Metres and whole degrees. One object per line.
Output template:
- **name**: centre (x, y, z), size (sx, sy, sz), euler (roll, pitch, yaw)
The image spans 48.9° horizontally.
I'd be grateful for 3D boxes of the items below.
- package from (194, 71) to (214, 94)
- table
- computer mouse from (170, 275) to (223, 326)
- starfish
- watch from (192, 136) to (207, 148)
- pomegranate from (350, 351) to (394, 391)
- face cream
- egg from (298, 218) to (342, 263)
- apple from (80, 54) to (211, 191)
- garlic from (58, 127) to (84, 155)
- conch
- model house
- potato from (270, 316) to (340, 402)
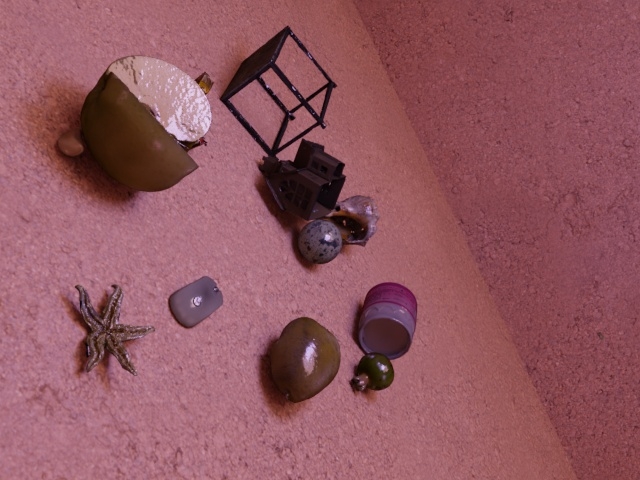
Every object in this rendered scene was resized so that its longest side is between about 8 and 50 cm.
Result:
- **package**: centre (-0.352, -0.423, 1.996), size (0.047, 0.071, 0.131), euler (52, 25, -24)
- **table**: centre (-0.125, -0.482, 2.298), size (0.272, 0.222, 0.335), euler (47, 29, -22)
- **computer mouse**: centre (-0.267, 0.131, 1.594), size (0.089, 0.056, 0.181), euler (63, 25, -4)
- **starfish**: centre (-0.384, 0.168, 1.334), size (0.175, 0.053, 0.208), euler (13, 50, -44)
- **watch**: centre (-0.365, -0.315, 1.857), size (0.268, 0.102, 0.165), euler (14, 57, -68)
- **pomegranate**: centre (0.146, 0.387, 2.028), size (0.142, 0.114, 0.115), euler (-24, 84, -35)
- **face cream**: centre (0.210, 0.250, 2.190), size (0.175, 0.175, 0.195), euler (52, 25, -16)
- **egg**: centre (0.000, 0.000, 2.122), size (0.132, 0.132, 0.172), euler (54, 17, -13)
- **apple**: centre (-0.395, -0.246, 1.549), size (0.257, 0.233, 0.295), euler (36, 32, -29)
- **garlic**: centre (-0.523, -0.206, 1.478), size (0.041, 0.053, 0.083), euler (58, 8, -41)
- **conch**: centre (0.092, -0.064, 2.341), size (0.245, 0.163, 0.178), euler (4, 37, -26)
- **model house**: centre (-0.068, -0.206, 2.124), size (0.243, 0.205, 0.211), euler (30, 23, 17)
- **potato**: centre (-0.039, 0.296, 1.720), size (0.174, 0.159, 0.251), euler (34, 37, 1)
